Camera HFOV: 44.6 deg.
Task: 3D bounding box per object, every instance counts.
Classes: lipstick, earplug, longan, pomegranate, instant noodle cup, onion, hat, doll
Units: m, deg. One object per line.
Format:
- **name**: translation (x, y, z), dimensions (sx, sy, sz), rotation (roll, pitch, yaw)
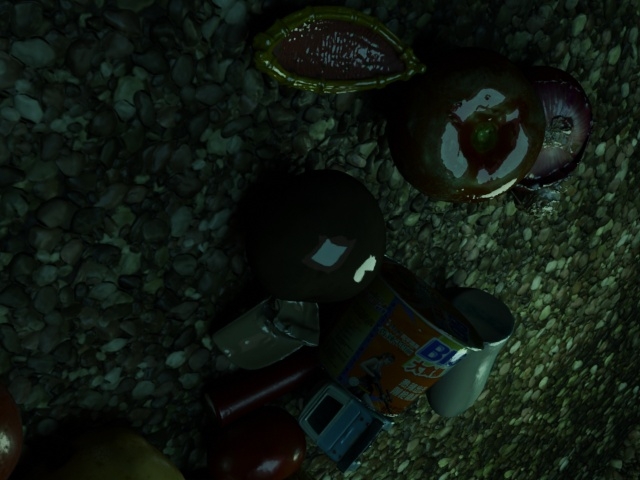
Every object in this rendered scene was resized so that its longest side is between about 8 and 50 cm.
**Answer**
- **lipstick**: translation (-0.107, 0.275, 1.497), dimensions (0.241, 0.080, 0.080), rotation (-21, 129, -28)
- **earplug**: translation (0.314, 0.287, 1.805), dimensions (0.185, 0.185, 0.324), rotation (-17, 134, -31)
- **longan**: translation (0.000, 0.000, 1.301), dimensions (0.246, 0.215, 0.246), rotation (-6, 115, -12)
- **pomegranate**: translation (-0.356, 0.452, 1.278), dimensions (0.307, 0.307, 0.307), rotation (-21, 130, -28)
- **instant noodle cup**: translation (0.136, 0.187, 1.507), dimensions (0.296, 0.296, 0.214), rotation (26, 107, -46)
- **onion**: translation (0.418, -0.221, 1.544), dimensions (0.248, 0.161, 0.248), rotation (-15, 116, -34)
- **hat**: translation (-0.105, 0.136, 1.429), dimensions (0.173, 0.144, 0.166), rotation (-10, 133, 21)
- **doll**: translation (0.506, -0.148, 1.704), dimensions (0.221, 0.105, 0.115), rotation (-53, 136, 3)

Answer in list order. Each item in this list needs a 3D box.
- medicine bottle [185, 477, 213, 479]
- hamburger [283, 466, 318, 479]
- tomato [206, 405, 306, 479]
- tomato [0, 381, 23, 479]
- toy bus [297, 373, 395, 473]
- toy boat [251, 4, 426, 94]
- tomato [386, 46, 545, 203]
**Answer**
- **medicine bottle**: translation (-0.242, 0.532, 1.516), dimensions (0.237, 0.139, 0.139), rotation (12, 109, -38)
- **hamburger**: translation (-0.079, 0.589, 1.597), dimensions (0.134, 0.265, 0.284), rotation (12, 108, -41)
- **tomato**: translation (-0.124, 0.395, 1.494), dimensions (0.195, 0.195, 0.136), rotation (-18, 94, -30)
- **tomato**: translation (-0.515, 0.262, 1.052), dimensions (0.208, 0.208, 0.184), rotation (-28, 140, -23)
- **toy bus**: translation (0.060, 0.342, 1.579), dimensions (0.133, 0.165, 0.271), rotation (-52, 170, 8)
- **toy boat**: translation (0.018, -0.291, 1.208), dimensions (0.318, 0.099, 0.141), rotation (-4, 117, -35)
- **tomato**: translation (0.243, -0.202, 1.364), dimensions (0.270, 0.222, 0.270), rotation (-5, 109, -16)
